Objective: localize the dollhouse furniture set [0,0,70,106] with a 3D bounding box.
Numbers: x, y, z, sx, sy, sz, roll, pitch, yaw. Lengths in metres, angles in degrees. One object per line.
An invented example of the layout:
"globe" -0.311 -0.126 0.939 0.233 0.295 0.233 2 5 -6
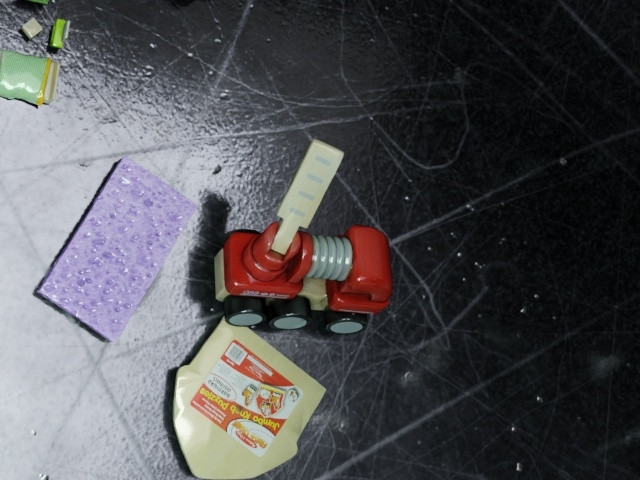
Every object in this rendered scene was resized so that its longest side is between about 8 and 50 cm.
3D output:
"dollhouse furniture set" -0.357 -0.249 1.903 0.076 0.058 0.151 11 80 -20

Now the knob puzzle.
"knob puzzle" -0.111 0.223 1.966 0.213 0.030 0.213 3 83 -22

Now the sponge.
"sponge" -0.257 0.011 1.930 0.117 0.031 0.210 34 73 -15

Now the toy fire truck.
"toy fire truck" 0.000 0.000 1.913 0.217 0.246 0.158 6 65 -21
